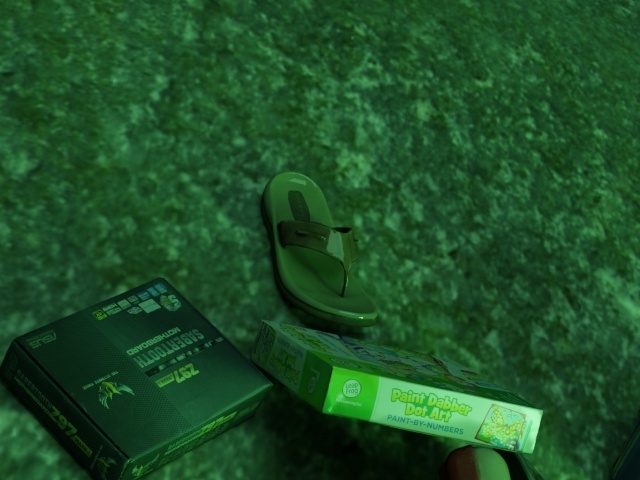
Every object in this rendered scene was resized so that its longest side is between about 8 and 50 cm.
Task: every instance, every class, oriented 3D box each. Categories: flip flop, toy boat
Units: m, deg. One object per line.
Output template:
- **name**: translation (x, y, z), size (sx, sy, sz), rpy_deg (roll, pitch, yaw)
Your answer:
- **flip flop**: translation (0.000, 0.000, 1.995), size (0.112, 0.080, 0.277), rpy_deg (9, 40, -25)
- **toy boat**: translation (0.130, 0.325, 1.658), size (0.151, 0.151, 0.231), rpy_deg (-8, 40, 2)

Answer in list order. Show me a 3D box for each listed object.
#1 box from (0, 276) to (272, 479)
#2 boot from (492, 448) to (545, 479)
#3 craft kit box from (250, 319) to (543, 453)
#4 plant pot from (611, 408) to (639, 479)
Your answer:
- **box**: translation (-0.190, 0.145, 1.705), size (0.183, 0.059, 0.233), rpy_deg (44, 38, 19)
- **boot**: translation (0.312, 0.335, 1.802), size (0.229, 0.091, 0.263), rpy_deg (2, 47, -40)
- **craft kit box**: translation (0.076, 0.156, 1.770), size (0.247, 0.060, 0.250), rpy_deg (10, 5, -21)
- **plant pot**: translation (0.486, 0.229, 1.917), size (0.212, 0.236, 0.236), rpy_deg (28, 35, 10)
